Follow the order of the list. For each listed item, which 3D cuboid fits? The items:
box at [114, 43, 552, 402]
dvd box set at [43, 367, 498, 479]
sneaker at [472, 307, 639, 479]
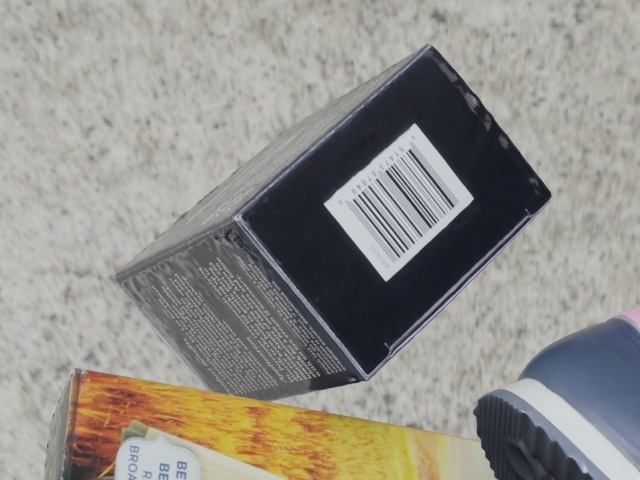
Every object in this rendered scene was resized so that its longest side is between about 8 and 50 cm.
[{"bbox_3d":[0.000,0.000,0.936,0.153,0.207,0.108,-42,98,-23],"label":"box"},{"bbox_3d":[0.060,0.242,0.849,0.421,0.062,0.307,12,55,-15],"label":"dvd box set"},{"bbox_3d":[0.220,0.146,0.756,0.131,0.112,0.319,-34,65,-24],"label":"sneaker"}]
